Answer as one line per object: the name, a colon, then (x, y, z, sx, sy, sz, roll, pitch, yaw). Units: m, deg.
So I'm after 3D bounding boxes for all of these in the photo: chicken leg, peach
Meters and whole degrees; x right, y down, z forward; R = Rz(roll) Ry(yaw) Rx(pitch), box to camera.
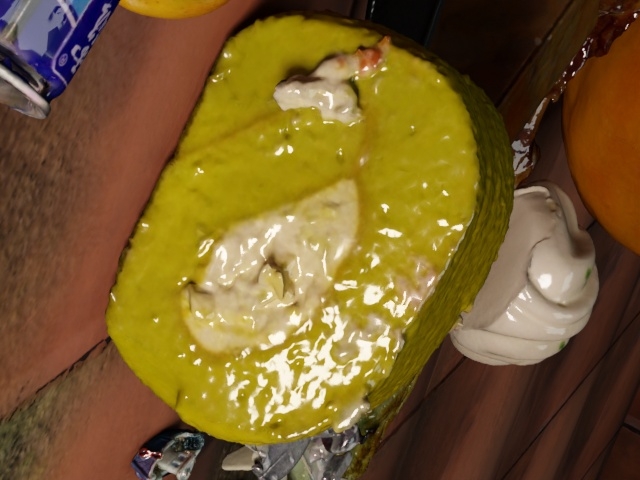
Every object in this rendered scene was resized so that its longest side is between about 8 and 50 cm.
chicken leg: (0.204, -0.167, 1.569, 0.113, 0.093, 0.304, -6, 132, -49)
peach: (0.386, -0.139, 1.689, 0.343, 0.342, 0.302, -37, 155, -53)

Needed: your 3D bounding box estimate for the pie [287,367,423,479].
pie: (0.042, 0.126, 1.582, 0.240, 0.054, 0.240, -53, 163, -24)

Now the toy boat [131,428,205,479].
toy boat: (-0.103, 0.153, 1.245, 0.083, 0.038, 0.038, -23, 138, -65)

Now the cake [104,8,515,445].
cake: (0.000, 0.000, 1.064, 0.261, 0.179, 0.156, -65, 162, 7)

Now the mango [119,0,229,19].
mango: (-0.051, -0.176, 0.809, 0.111, 0.089, 0.163, 142, -30, -82)

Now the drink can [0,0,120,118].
drink can: (-0.086, -0.171, 0.706, 0.235, 0.097, 0.097, -61, 163, -8)

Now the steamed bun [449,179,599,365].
steamed bun: (0.187, 0.038, 1.664, 0.183, 0.106, 0.183, -43, -148, 36)

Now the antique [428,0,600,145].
antique: (0.094, -0.099, 1.325, 0.310, 0.093, 0.087, -53, 160, -24)

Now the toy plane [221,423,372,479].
toy plane: (0.005, 0.096, 1.384, 0.262, 0.088, 0.192, -52, 133, -40)

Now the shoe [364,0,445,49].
shoe: (0.068, -0.191, 1.177, 0.053, 0.062, 0.159, -58, 167, -59)
